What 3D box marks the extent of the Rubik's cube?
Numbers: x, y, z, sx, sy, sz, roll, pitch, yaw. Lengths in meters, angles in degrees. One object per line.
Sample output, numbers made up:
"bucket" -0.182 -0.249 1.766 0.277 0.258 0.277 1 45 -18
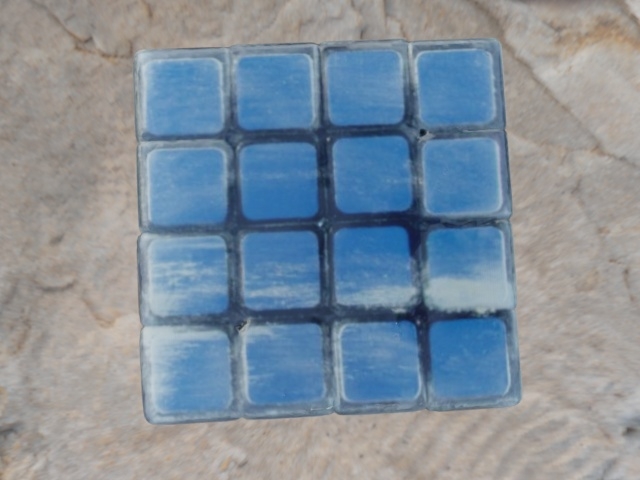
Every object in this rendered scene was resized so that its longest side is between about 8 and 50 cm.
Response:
"Rubik's cube" 0.000 0.001 0.816 0.259 0.253 0.256 -4 85 -4
